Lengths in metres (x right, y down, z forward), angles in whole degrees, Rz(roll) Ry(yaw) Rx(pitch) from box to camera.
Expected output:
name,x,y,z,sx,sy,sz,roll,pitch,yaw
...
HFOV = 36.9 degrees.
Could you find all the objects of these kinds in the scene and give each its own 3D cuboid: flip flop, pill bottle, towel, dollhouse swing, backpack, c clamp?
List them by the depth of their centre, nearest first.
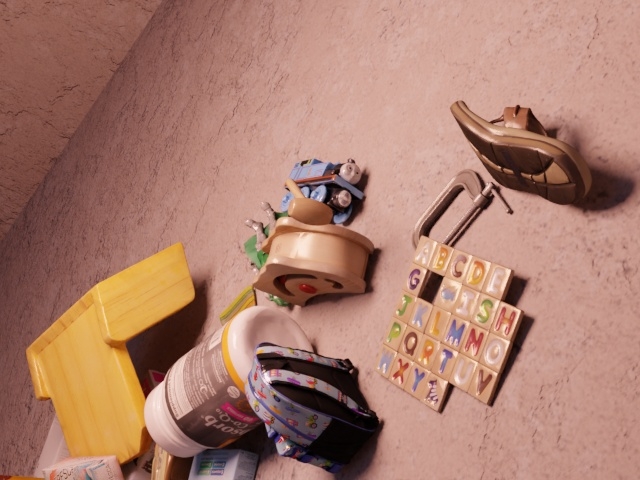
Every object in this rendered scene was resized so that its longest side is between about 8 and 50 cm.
name,x,y,z,sx,sy,sz,roll,pitch,yaw
flip flop,0.251,-0.121,1.176,0.080,0.112,0.277,-40,25,-6
c clamp,0.180,-0.030,1.299,0.160,0.022,0.137,-49,32,27
backpack,-0.029,0.220,1.305,0.117,0.173,0.158,-56,30,18
pill bottle,-0.149,0.230,1.506,0.278,0.162,0.162,-39,38,37
towel,-0.139,0.190,1.684,0.102,0.021,0.237,-50,32,30
dollhouse swing,-0.369,0.244,1.884,0.315,0.305,0.347,-31,-4,-47

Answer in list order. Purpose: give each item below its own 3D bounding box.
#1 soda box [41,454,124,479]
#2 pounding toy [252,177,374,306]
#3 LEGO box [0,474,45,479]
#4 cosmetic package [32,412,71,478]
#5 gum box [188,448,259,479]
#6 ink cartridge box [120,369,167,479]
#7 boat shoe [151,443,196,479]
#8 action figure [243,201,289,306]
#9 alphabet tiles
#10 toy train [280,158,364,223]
name,x,y,z,sx,sy,sz,roll,pitch,yaw
soda box,-0.442,0.438,1.780,0.183,0.063,0.058,-16,93,45
pounding toy,0.000,0.000,1.477,0.269,0.154,0.154,132,153,-68
LEGO box,-0.513,0.678,1.711,0.500,0.193,0.372,11,88,62
cosmetic package,-0.577,0.505,2.132,0.117,0.085,0.231,-6,65,58
gum box,-0.172,0.429,1.531,0.157,0.041,0.184,-19,52,54
ink cartridge box,-0.363,0.426,1.851,0.311,0.065,0.186,-62,27,10
boat shoe,-0.244,0.339,1.659,0.089,0.105,0.285,-20,53,51
action figure,-0.083,0.031,1.675,0.137,0.063,0.232,-48,36,24
alphabet tiles,0.161,0.111,1.214,0.237,0.009,0.198,25,96,60
toy train,0.002,-0.084,1.594,0.184,0.080,0.105,-4,59,59
